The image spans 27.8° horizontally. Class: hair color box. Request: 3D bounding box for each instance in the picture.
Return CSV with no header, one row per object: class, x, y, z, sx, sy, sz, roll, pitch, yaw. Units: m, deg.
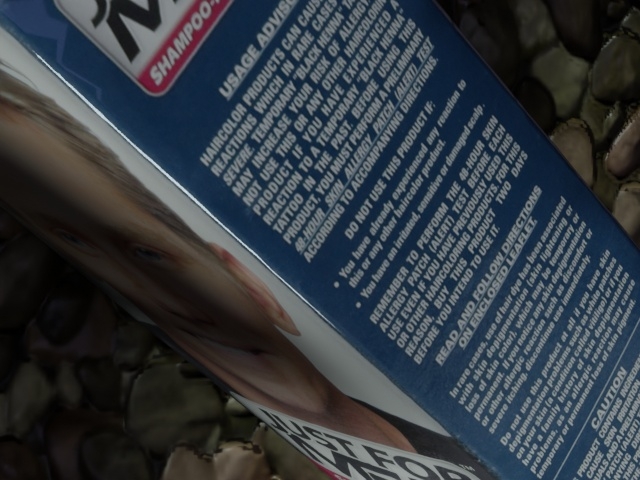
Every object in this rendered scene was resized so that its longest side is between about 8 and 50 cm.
hair color box,0.000,0.000,0.468,0.347,0.174,0.105,44,69,-31
